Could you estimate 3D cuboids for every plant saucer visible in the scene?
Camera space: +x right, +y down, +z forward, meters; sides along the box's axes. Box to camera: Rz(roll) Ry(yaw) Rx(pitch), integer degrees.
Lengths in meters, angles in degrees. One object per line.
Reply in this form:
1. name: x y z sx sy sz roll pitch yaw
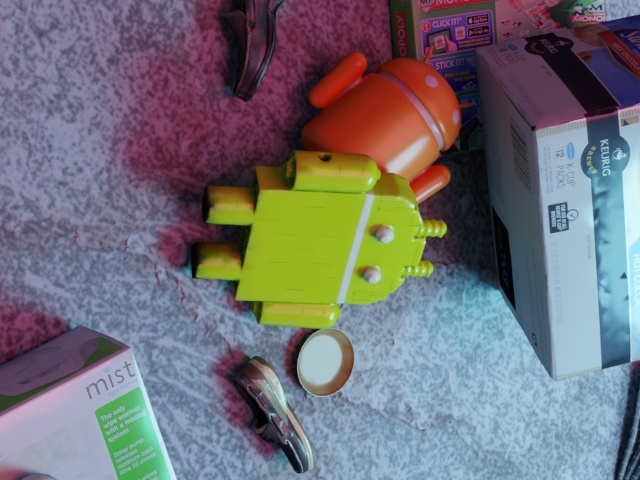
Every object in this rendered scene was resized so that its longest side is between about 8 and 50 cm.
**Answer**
1. plant saucer: 0.003 0.143 1.823 0.083 0.015 0.083 -6 101 -34

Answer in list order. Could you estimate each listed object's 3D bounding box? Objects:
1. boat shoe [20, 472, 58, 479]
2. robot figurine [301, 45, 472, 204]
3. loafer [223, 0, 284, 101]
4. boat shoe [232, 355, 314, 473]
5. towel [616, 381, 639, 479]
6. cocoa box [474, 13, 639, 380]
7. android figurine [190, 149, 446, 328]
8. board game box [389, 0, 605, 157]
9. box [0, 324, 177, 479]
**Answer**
1. boat shoe: -0.237 0.325 1.495 0.078 0.070 0.219 -30 115 -27
2. robot figurine: 0.067 -0.121 1.744 0.219 0.158 0.128 -39 155 -9
3. loafer: -0.078 -0.237 1.688 0.061 0.062 0.170 13 86 -14
4. boat shoe: -0.057 0.206 1.771 0.049 0.056 0.152 -32 105 -22
5. towel: 0.533 0.308 2.166 0.235 0.121 0.283 6 95 -34
6. cocoa box: 0.333 -0.054 1.814 0.228 0.231 0.347 -13 120 -6
7. android figurine: 0.000 0.000 1.693 0.273 0.056 0.248 5 132 -14
8. board game box: 0.228 -0.229 1.907 0.317 0.046 0.213 -13 104 -33
9. box: -0.293 0.248 1.564 0.262 0.127 0.231 -26 113 -29
